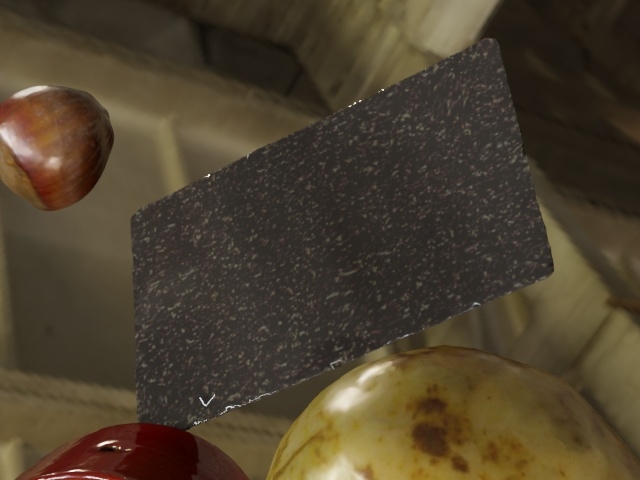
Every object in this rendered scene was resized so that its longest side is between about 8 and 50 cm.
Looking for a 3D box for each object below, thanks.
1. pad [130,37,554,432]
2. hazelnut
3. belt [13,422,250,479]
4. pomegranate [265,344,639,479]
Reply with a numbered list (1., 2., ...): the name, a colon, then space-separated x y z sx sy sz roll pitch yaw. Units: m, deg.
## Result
1. pad: 0.000 0.000 1.115 0.004 0.330 0.220 43 -149 -45
2. hazelnut: -0.175 -0.064 1.016 0.086 0.086 0.086 26 -156 -13
3. belt: -0.167 0.282 1.084 0.227 0.323 0.115 33 -163 7
4. pomegranate: 0.069 0.162 0.805 0.215 0.215 0.215 26 -156 -13
